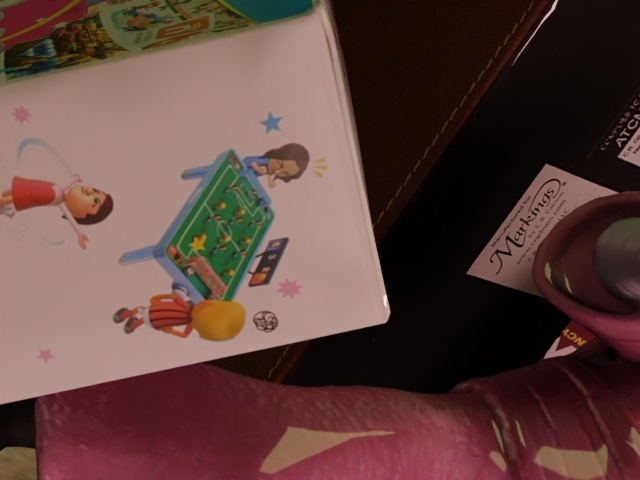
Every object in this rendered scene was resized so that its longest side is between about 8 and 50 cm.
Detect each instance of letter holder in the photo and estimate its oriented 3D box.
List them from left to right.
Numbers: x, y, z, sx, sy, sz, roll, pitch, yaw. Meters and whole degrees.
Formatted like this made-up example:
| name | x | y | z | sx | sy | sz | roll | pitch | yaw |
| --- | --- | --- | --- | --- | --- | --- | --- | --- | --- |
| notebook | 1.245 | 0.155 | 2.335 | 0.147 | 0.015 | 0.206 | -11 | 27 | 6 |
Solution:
| name | x | y | z | sx | sy | sz | roll | pitch | yaw |
| --- | --- | --- | --- | --- | --- | --- | --- | --- | --- |
| letter holder | 0.011 | -0.037 | 0.809 | 0.152 | 0.302 | 0.214 | 15 | 25 | -46 |

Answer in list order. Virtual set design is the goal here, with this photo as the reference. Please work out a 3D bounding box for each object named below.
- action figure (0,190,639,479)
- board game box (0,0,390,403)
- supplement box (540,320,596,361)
| name | x | y | z | sx | sy | sz | roll | pitch | yaw |
| --- | --- | --- | --- | --- | --- | --- | --- | --- | --- |
| action figure | 0.063 | 0.107 | 0.596 | 0.370 | 0.248 | 0.275 | -12 | 14 | -22 |
| board game box | -0.141 | -0.027 | 0.548 | 0.303 | 0.097 | 0.224 | -12 | 23 | 2 |
| supplement box | 0.162 | 0.041 | 1.263 | 0.130 | 0.073 | 0.239 | 34 | 18 | -5 |
